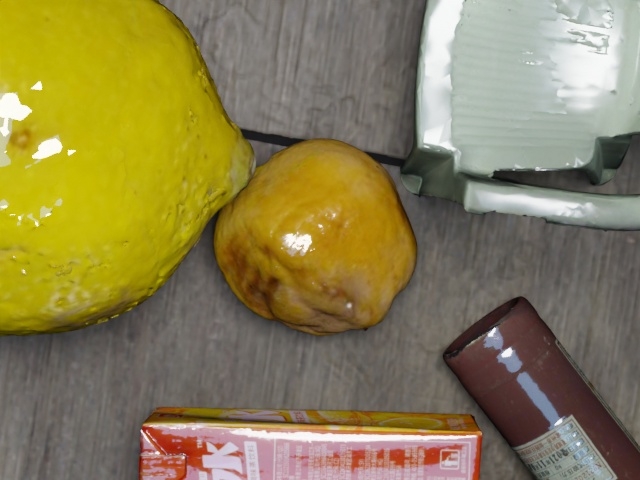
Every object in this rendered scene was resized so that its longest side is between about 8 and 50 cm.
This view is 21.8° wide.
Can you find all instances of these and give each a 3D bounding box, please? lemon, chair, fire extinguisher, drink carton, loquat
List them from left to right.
[{"bbox_3d":[-0.194,-0.068,1.034,0.310,0.258,0.258,14,91,0],"label":"lemon"},{"bbox_3d":[-0.007,0.152,1.114,0.223,0.096,0.071,2,92,1],"label":"drink carton"},{"bbox_3d":[0.000,0.000,1.110,0.137,0.113,0.137,3,81,-22],"label":"loquat"},{"bbox_3d":[0.155,-0.112,1.019,0.190,0.275,0.203,8,94,1],"label":"chair"},{"bbox_3d":[0.186,0.141,1.113,0.231,0.071,0.099,51,131,1],"label":"fire extinguisher"}]
